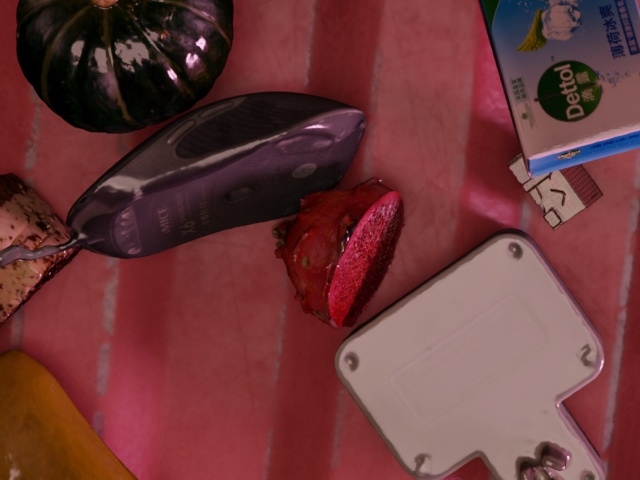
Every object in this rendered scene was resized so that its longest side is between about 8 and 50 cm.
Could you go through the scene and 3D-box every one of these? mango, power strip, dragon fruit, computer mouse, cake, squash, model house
[{"bbox_3d":[-0.266,0.283,1.861,0.195,0.142,0.332,-39,85,3],"label":"mango"},{"bbox_3d":[0.168,0.151,1.810,0.229,0.141,0.261,-35,90,8],"label":"power strip"},{"bbox_3d":[0.000,0.000,1.810,0.111,0.153,0.153,21,98,19],"label":"dragon fruit"},{"bbox_3d":[-0.137,-0.061,1.781,0.379,0.167,0.090,-20,64,-12],"label":"computer mouse"},{"bbox_3d":[-0.358,0.056,1.836,0.246,0.135,0.112,-44,93,8],"label":"cake"},{"bbox_3d":[-0.183,-0.203,1.764,0.218,0.172,0.218,1,76,-5],"label":"squash"},{"bbox_3d":[0.225,-0.060,1.819,0.058,0.057,0.083,-35,91,12],"label":"model house"}]

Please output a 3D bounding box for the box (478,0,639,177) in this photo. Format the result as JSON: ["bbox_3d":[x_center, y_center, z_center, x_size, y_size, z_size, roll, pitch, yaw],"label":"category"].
[{"bbox_3d":[0.235,-0.173,1.767,0.139,0.073,0.194,-15,76,4],"label":"box"}]
